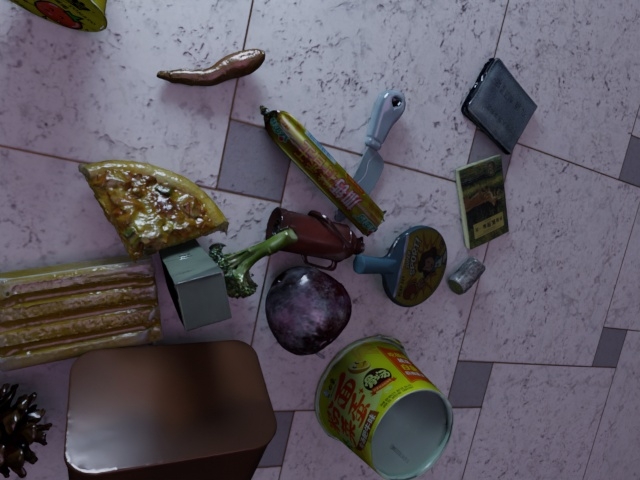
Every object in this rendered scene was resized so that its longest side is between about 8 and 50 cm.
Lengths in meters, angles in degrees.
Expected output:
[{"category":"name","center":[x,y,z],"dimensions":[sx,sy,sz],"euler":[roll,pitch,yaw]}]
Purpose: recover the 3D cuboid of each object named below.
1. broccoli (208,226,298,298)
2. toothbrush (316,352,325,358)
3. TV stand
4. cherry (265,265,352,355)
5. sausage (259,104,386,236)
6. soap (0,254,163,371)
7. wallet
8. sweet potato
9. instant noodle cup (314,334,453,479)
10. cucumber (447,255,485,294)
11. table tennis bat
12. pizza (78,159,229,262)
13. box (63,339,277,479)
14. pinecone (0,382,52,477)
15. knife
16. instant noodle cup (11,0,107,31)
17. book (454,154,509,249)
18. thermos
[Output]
[{"category":"broccoli","center":[-0.136,0.036,0.924],"dimensions":[0.204,0.118,0.123],"euler":[-33,82,21]},{"category":"toothbrush","center":[-0.035,0.261,1.115],"dimensions":[0.131,0.013,0.011],"euler":[37,94,-28]},{"category":"TV stand","center":[-0.238,0.069,0.833],"dimensions":[0.082,0.269,0.088],"euler":[-13,106,-23]},{"category":"cherry","center":[-0.033,0.150,1.004],"dimensions":[0.194,0.195,0.195],"euler":[-5,103,-24]},{"category":"sausage","center":[0.004,-0.159,1.000],"dimensions":[0.371,0.082,0.082],"euler":[44,81,-22]},{"category":"soap","center":[-0.445,0.128,0.849],"dimensions":[0.273,0.089,0.174],"euler":[-7,106,-24]},{"category":"wallet","center":[0.480,-0.356,1.217],"dimensions":[0.222,0.036,0.168],"euler":[33,86,-28]},{"category":"sweet potato","center":[-0.209,-0.331,0.891],"dimensions":[0.214,0.050,0.050],"euler":[-20,109,-14]},{"category":"instant noodle cup","center":[0.168,0.418,1.127],"dimensions":[0.310,0.221,0.312],"euler":[-6,103,-25]},{"category":"cucumber","center":[0.408,0.097,1.264],"dimensions":[0.112,0.064,0.064],"euler":[-40,115,-16]},{"category":"table tennis bat","center":[0.212,0.065,1.141],"dimensions":[0.328,0.044,0.216],"euler":[5,101,-40]},{"category":"pizza","center":[-0.311,-0.055,0.843],"dimensions":[0.291,0.058,0.197],"euler":[26,55,-17]},{"category":"box","center":[-0.285,0.364,0.861],"dimensions":[0.338,0.239,0.230],"euler":[2,125,-26]},{"category":"pinecone","center":[-0.599,0.327,0.740],"dimensions":[0.291,0.246,0.247],"euler":[8,97,-38]},{"category":"knife","center":[0.121,-0.192,1.084],"dimensions":[0.080,0.044,0.332],"euler":[16,99,-30]},{"category":"instant noodle cup","center":[-0.409,-0.441,0.709],"dimensions":[0.182,0.182,0.145],"euler":[15,84,-27]},{"category":"book","center":[0.451,-0.106,1.263],"dimensions":[0.160,0.024,0.229],"euler":[-21,108,-23]},{"category":"thermos","center":[-0.002,0.000,1.027],"dimensions":[0.231,0.099,0.124],"euler":[14,91,-26]}]
